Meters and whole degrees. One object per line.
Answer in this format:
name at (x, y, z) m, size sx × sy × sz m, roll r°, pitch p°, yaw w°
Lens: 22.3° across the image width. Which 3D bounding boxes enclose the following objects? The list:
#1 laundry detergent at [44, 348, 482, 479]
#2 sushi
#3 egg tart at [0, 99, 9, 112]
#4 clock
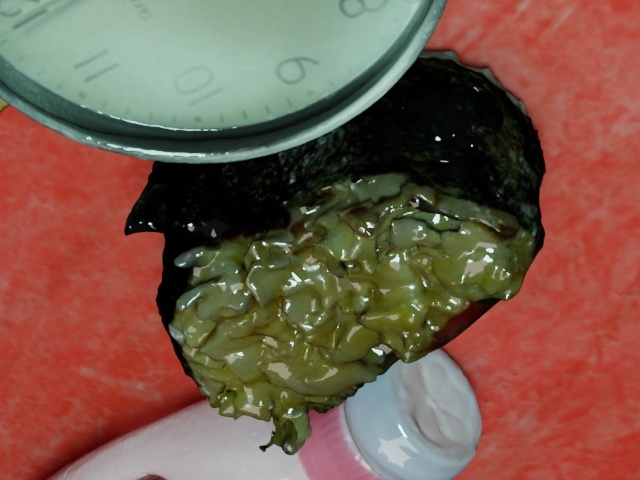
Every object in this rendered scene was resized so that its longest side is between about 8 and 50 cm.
laundry detergent at (-0.049, 0.153, 0.948) m, size 0.159 × 0.088 × 0.335 m, roll 37°, pitch 132°, yaw -23°
sushi at (0.000, 0.000, 0.750) m, size 0.147 × 0.115 × 0.212 m, roll 39°, pitch 133°, yaw -24°
egg tart at (-0.217, -0.102, 0.732) m, size 0.191 × 0.074 × 0.191 m, roll 9°, pitch 140°, yaw 7°
clock at (-0.054, -0.130, 0.640) m, size 0.226 × 0.049 × 0.226 m, roll -1°, pitch 128°, yaw -1°
